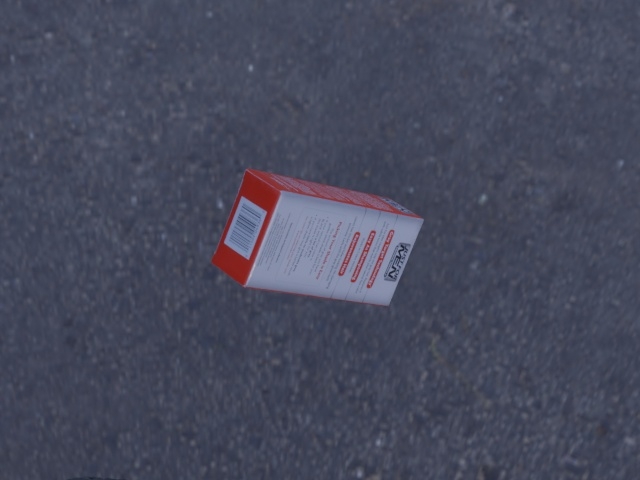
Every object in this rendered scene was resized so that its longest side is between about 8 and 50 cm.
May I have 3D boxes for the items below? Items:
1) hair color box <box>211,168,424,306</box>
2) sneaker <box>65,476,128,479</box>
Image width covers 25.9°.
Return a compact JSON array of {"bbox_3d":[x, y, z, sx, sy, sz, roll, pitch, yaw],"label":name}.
[{"bbox_3d":[0.000,0.000,0.957,0.141,0.072,0.043,11,16,-44],"label":"hair color box"},{"bbox_3d":[0.013,0.247,0.314,0.182,0.158,0.410,-39,77,16],"label":"sneaker"}]
